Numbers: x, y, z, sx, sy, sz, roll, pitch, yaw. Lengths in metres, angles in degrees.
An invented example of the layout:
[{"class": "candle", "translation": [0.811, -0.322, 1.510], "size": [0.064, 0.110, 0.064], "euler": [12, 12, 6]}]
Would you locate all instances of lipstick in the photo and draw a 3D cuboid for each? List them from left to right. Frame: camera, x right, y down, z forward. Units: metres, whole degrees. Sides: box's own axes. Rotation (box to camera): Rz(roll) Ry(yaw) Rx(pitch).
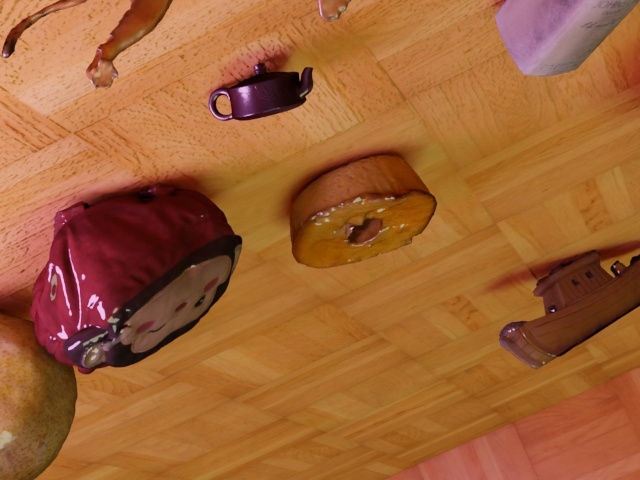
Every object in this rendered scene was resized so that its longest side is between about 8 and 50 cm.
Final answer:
[{"class": "lipstick", "translation": [0.242, -0.238, 1.145], "size": [0.079, 0.077, 0.253], "euler": [-11, 158, -28]}]

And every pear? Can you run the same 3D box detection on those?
[{"class": "pear", "translation": [-0.365, 0.177, 1.427], "size": [0.229, 0.188, 0.211], "euler": [-20, 156, -8]}]

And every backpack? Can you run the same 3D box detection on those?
[{"class": "backpack", "translation": [-0.193, 0.044, 1.355], "size": [0.229, 0.139, 0.229], "euler": [-38, 168, -10]}]

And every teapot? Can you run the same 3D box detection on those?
[{"class": "teapot", "translation": [-0.051, -0.129, 1.176], "size": [0.100, 0.045, 0.068], "euler": [-10, -173, 19]}]

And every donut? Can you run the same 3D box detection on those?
[{"class": "donut", "translation": [0.040, -0.033, 1.498], "size": [0.162, 0.065, 0.178], "euler": [-6, 157, -26]}]

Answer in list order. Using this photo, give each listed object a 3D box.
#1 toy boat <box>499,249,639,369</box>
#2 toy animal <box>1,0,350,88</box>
[{"class": "toy boat", "translation": [0.409, 0.086, 2.118], "size": [0.321, 0.121, 0.089], "euler": [-28, 165, -28]}, {"class": "toy animal", "translation": [-0.099, -0.186, 0.928], "size": [0.255, 0.114, 0.116], "euler": [-16, -157, -3]}]
